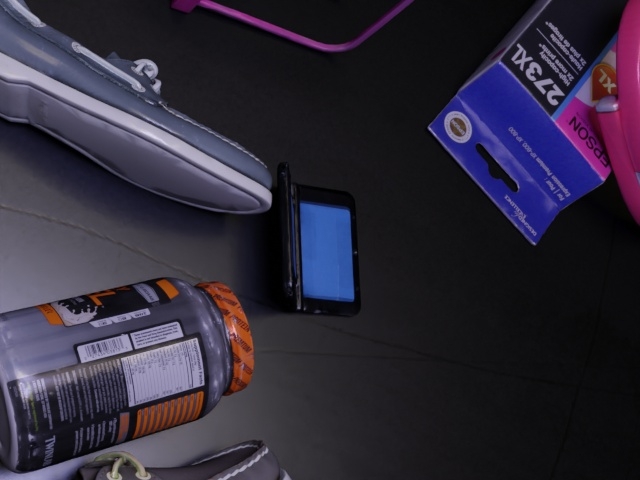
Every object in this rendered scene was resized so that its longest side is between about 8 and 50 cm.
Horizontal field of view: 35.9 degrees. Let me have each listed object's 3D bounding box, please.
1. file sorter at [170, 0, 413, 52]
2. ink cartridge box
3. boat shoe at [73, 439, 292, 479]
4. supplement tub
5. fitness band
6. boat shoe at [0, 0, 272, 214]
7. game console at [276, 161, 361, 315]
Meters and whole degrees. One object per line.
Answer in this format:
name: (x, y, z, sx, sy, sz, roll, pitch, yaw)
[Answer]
file sorter: (0.001, -0.353, 0.919, 0.182, 0.202, 0.290, 16, 68, -27)
ink cartridge box: (0.284, -0.181, 1.100, 0.176, 0.069, 0.371, 47, 62, -9)
boat shoe: (-0.161, 0.207, 0.712, 0.305, 0.109, 0.091, -21, 90, -28)
supplement tub: (-0.154, 0.094, 0.745, 0.190, 0.117, 0.117, -13, 81, -31)
fitness band: (0.384, -0.136, 1.083, 0.209, 0.054, 0.291, -47, 124, -34)
boat shoe: (-0.171, -0.122, 0.804, 0.319, 0.116, 0.099, 26, 68, -14)
game console: (0.000, 0.000, 0.887, 0.071, 0.107, 0.122, -3, 74, 0)
